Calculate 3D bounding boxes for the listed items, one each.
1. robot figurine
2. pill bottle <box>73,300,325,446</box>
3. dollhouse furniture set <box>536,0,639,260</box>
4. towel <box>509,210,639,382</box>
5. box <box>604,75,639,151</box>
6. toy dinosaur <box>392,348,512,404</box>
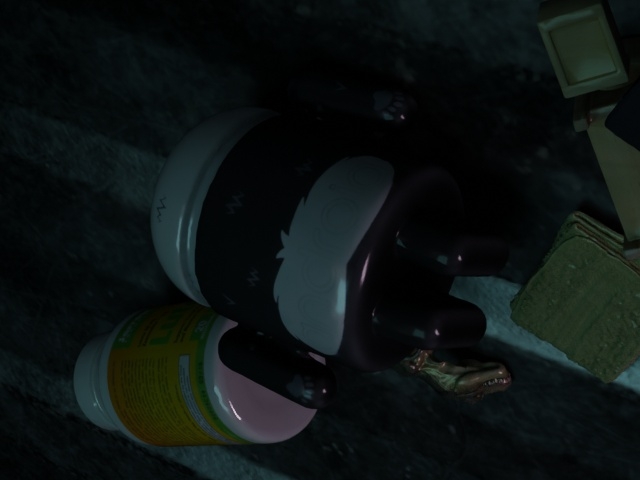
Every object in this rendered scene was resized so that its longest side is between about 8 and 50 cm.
[{"bbox_3d":[0.002,-0.002,1.234,0.278,0.209,0.173,20,150,29],"label":"robot figurine"},{"bbox_3d":[-0.124,0.127,1.514,0.246,0.136,0.136,-9,121,46],"label":"pill bottle"},{"bbox_3d":[0.245,-0.105,1.015,0.161,0.101,0.182,-14,119,21],"label":"dollhouse furniture set"},{"bbox_3d":[0.212,0.045,1.221,0.110,0.027,0.148,34,142,8],"label":"towel"},{"bbox_3d":[0.360,-0.096,0.812,0.294,0.183,0.296,39,145,4],"label":"box"},{"bbox_3d":[0.039,0.053,1.361,0.268,0.064,0.118,32,149,18],"label":"toy dinosaur"}]
